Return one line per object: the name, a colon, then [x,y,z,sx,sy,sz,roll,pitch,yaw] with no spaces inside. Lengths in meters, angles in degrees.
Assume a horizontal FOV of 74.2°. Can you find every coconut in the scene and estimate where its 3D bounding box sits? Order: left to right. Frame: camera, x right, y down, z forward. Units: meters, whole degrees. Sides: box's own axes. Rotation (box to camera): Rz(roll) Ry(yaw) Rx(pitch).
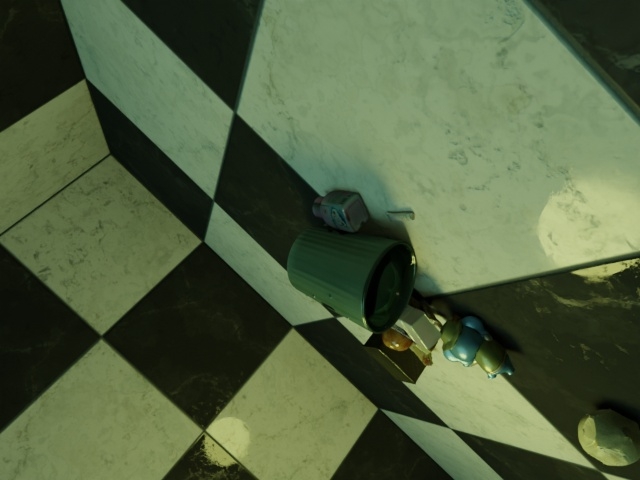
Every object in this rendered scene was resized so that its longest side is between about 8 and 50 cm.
coconut: [0.889,0.602,1.297,0.161,0.161,0.162,32,153,24]

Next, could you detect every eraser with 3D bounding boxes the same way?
eraser: [0.320,0.299,1.595,0.130,0.086,0.287,52,170,-17]

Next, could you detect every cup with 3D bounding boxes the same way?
cup: [0.123,0.141,1.506,0.391,0.310,0.401,19,149,39]

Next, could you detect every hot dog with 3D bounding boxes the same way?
hot dog: [0.464,0.499,1.919,0.169,0.061,0.078,49,134,41]

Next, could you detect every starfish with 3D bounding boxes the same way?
starfish: [0.390,0.285,1.663,0.236,0.062,0.277,46,165,-11]

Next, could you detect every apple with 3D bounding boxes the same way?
apple: [0.345,0.424,1.892,0.146,0.131,0.146,29,155,15]

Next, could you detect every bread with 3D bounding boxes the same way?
bread: [0.455,0.439,1.818,0.083,0.070,0.077,34,156,17]

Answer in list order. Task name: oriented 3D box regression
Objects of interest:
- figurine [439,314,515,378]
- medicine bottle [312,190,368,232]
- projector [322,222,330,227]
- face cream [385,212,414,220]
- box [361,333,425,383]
figurine: [0.537,0.385,1.489,0.262,0.153,0.180,47,151,10]
medicine bottle: [0.062,-0.105,1.470,0.187,0.094,0.119,15,143,47]
projector: [0.000,0.000,1.727,0.061,0.115,0.147,39,157,3]
face cream: [0.248,-0.074,1.321,0.038,0.020,0.115,52,158,-22]
box: [0.367,0.555,2.072,0.273,0.143,0.184,44,157,-7]
